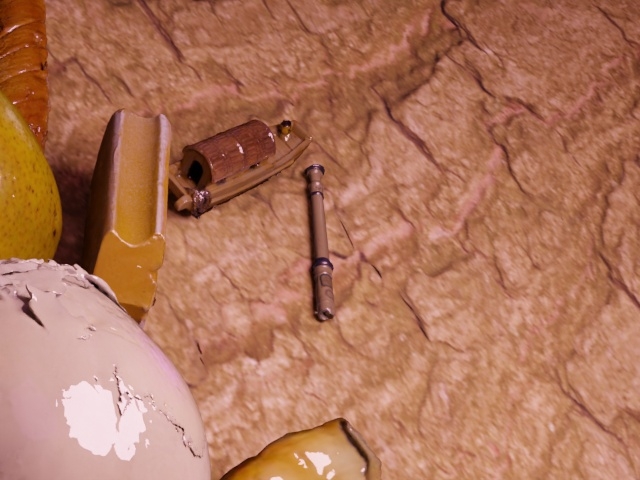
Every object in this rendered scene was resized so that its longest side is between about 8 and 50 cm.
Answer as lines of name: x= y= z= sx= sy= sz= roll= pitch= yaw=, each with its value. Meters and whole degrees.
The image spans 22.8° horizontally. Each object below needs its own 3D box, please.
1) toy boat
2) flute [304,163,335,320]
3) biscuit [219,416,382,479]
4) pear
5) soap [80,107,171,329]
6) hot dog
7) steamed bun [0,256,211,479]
toy boat: x=-0.096 y=-0.095 z=1.847 sx=0.226 sy=0.088 sz=0.068 roll=-27 pitch=64 yaw=-40
flute: x=0.000 y=0.000 z=1.848 sx=0.027 sy=0.027 sz=0.233 roll=11 pitch=45 yaw=-17
biscuit: x=0.027 y=0.315 z=1.529 sx=0.329 sy=0.078 sz=0.335 roll=15 pitch=44 yaw=-9
pear: x=-0.391 y=-0.043 z=1.525 sx=0.294 sy=0.294 sz=0.294 roll=14 pitch=45 yaw=-14
soap: x=-0.207 y=-0.012 z=1.674 sx=0.073 sy=0.140 sz=0.232 roll=10 pitch=46 yaw=-13
hot dog: x=-0.356 y=-0.200 z=1.843 sx=0.088 sy=0.061 sz=0.286 roll=-3 pitch=48 yaw=-13
steamed bun: x=-0.223 y=0.168 z=1.349 sx=0.312 sy=0.233 sz=0.334 roll=46 pitch=11 yaw=25
